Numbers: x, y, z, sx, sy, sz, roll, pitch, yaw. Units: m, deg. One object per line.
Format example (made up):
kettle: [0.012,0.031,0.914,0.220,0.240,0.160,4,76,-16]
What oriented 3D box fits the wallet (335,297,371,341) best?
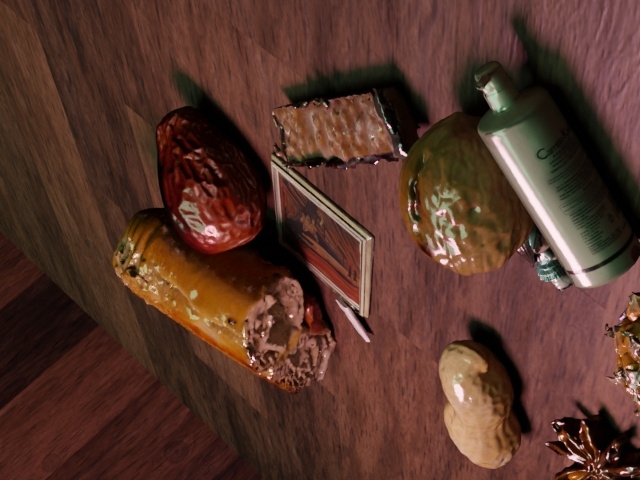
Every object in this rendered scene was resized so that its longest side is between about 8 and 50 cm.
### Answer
wallet: [0.055,0.131,2.273,0.083,0.011,0.044,55,174,-29]

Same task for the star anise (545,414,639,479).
star anise: [0.389,0.330,1.859,0.177,0.073,0.234,10,122,48]

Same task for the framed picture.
framed picture: [0.000,0.000,2.154,0.216,0.016,0.273,40,158,21]

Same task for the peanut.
peanut: [0.230,0.239,1.996,0.117,0.101,0.263,15,146,23]

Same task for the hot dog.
hot dog: [-0.176,0.083,2.371,0.365,0.196,0.367,27,170,23]

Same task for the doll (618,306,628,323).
doll: [0.387,0.137,1.560,0.115,0.050,0.190,46,163,27]

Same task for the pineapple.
pineapple: [0.394,0.140,1.437,0.225,0.076,0.225,20,138,19]

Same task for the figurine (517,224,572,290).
figurine: [0.258,0.011,1.608,0.106,0.047,0.060,51,-157,-23]

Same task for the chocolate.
chocolate: [0.029,-0.145,1.768,0.329,0.065,0.102,2,116,62]

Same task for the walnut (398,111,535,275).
walnut: [0.163,-0.057,1.530,0.155,0.155,0.184,22,133,51]

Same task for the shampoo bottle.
shampoo bottle: [0.237,-0.074,1.427,0.262,0.085,0.085,55,159,-19]

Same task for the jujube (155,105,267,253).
jujube: [-0.179,-0.095,2.157,0.236,0.168,0.168,64,159,-3]
